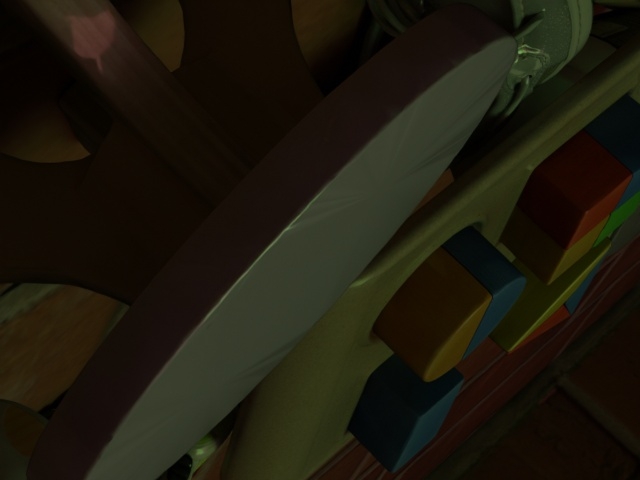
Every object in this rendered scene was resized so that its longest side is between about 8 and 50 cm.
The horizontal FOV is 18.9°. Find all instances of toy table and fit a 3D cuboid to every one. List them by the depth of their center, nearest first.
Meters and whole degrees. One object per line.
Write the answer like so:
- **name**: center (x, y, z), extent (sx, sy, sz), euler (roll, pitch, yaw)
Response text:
- **toy table**: center (-0.064, -0.034, 0.823), extent (0.274, 0.161, 0.252), euler (-43, 167, -20)

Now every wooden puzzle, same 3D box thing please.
- **wooden puzzle**: center (0.105, 0.035, 1.279), extent (0.348, 0.080, 0.322), euler (-33, 161, -26)

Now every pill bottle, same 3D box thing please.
- **pill bottle**: center (0.217, -0.098, 1.571), extent (0.162, 0.162, 0.278), euler (-54, 165, 27)

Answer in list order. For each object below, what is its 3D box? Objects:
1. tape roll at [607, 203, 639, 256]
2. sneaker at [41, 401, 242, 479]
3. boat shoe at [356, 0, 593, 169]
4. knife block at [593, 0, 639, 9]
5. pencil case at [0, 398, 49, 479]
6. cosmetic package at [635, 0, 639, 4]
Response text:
- **tape roll**: center (0.320, -0.088, 1.846), extent (0.219, 0.072, 0.219), euler (-45, 168, -12)
- **sneaker**: center (-0.132, 0.153, 1.317), extent (0.279, 0.107, 0.118), euler (-36, 169, -40)
- **boat shoe**: center (0.076, -0.110, 1.172), extent (0.103, 0.118, 0.320), euler (-47, 175, -19)
- **knife block**: center (0.387, -0.231, 1.534), extent (0.276, 0.242, 0.088), euler (-50, 167, 13)
- **pencil case**: center (-0.241, 0.193, 1.037), extent (0.124, 0.113, 0.273), euler (-28, -174, 46)
- **cosmetic package**: center (0.258, -0.246, 1.060), extent (0.296, 0.129, 0.153), euler (-33, 160, -45)
